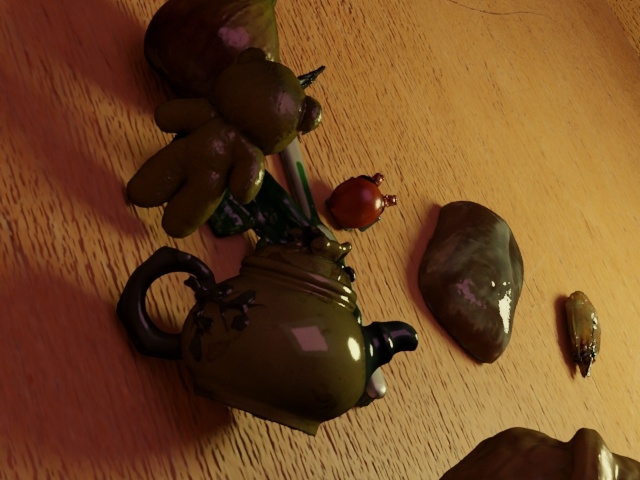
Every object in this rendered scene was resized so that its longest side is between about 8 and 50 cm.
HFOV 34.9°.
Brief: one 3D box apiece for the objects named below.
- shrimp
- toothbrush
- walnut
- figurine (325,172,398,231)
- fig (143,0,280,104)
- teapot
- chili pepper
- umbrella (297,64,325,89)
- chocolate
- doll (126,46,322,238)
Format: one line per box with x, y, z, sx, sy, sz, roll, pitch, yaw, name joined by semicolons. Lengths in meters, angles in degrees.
0.420;0.150;1.601;0.101;0.042;0.190;51;30;-20;shrimp
0.003;-0.003;1.190;0.042;0.040;0.417;10;53;-41;toothbrush
0.237;0.322;0.997;0.296;0.285;0.285;16;34;8;walnut
0.045;-0.047;1.245;0.068;0.075;0.140;58;15;4;figurine
-0.099;-0.234;1.161;0.160;0.143;0.230;41;46;-13;fig
-0.043;0.068;0.924;0.270;0.173;0.182;20;80;-3;teapot
-0.038;0.011;1.091;0.099;0.083;0.253;-29;81;-49;chili pepper
-0.061;-0.173;1.254;0.269;0.044;0.044;-51;148;-52;umbrella
0.228;0.040;1.409;0.157;0.080;0.254;47;33;-13;chocolate
-0.099;-0.095;1.031;0.137;0.209;0.097;44;-8;18;doll
